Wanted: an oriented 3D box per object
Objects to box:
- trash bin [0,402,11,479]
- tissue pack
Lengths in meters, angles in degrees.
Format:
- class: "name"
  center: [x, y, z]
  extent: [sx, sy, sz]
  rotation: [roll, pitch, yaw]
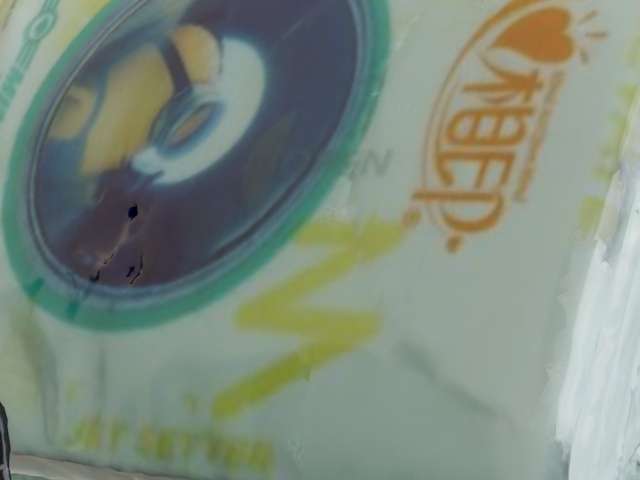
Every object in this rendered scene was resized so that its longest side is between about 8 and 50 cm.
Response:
- class: "trash bin"
  center: [-0.261, 0.098, 0.606]
  extent: [0.203, 0.302, 0.252]
  rotation: [86, -11, -86]
- class: "tissue pack"
  center: [0.000, 0.000, 0.795]
  extent: [0.162, 0.388, 0.287]
  rotation: [39, 62, -44]
